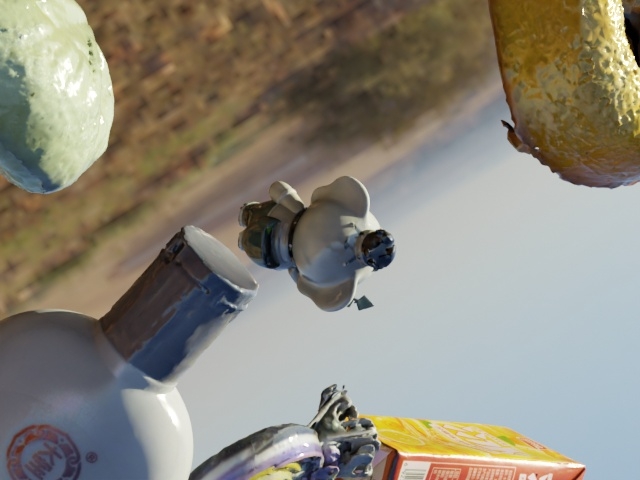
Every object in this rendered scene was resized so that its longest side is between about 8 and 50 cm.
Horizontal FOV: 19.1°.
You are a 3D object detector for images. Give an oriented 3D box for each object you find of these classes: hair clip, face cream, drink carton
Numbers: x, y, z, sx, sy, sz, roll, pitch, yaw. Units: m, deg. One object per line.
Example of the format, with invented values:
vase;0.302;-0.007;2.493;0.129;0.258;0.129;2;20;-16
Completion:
hair clip;-0.043;0.141;1.102;0.172;0.049;0.116;-23;147;-30
face cream;-0.145;0.115;1.018;0.291;0.144;0.071;-46;-176;12
drink carton;0.098;0.187;1.498;0.223;0.071;0.096;9;-171;-42

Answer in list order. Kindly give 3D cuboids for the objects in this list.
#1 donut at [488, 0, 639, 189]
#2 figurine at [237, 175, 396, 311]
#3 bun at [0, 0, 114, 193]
donut;0.232;-0.165;1.490;0.253;0.253;0.118;-31;-167;-39
figurine;0.000;0.000;2.012;0.192;0.147;0.126;12;-171;40
bun;-0.208;-0.118;1.242;0.118;0.195;0.195;-49;-178;-11
